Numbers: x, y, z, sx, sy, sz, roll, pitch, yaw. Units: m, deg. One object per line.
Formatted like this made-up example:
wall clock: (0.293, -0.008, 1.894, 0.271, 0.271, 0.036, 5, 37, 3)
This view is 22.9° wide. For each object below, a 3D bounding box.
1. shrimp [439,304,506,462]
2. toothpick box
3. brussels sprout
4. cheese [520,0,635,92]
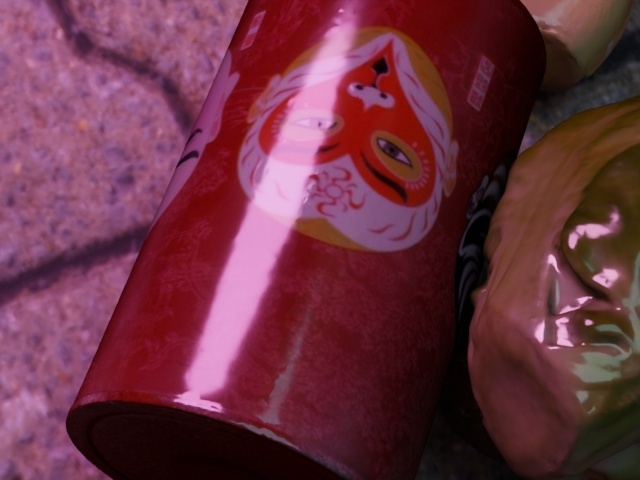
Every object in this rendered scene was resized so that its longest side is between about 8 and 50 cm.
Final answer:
shrimp: (0.150, 0.122, 1.054, 0.101, 0.042, 0.190, -39, 84, -6)
toothpick box: (0.000, 0.000, 0.964, 0.204, 0.204, 0.333, 25, 63, -7)
brussels sprout: (0.193, 0.040, 0.916, 0.271, 0.210, 0.219, -32, 112, -35)
cheese: (0.116, -0.268, 1.153, 0.259, 0.128, 0.316, 19, 62, -7)
